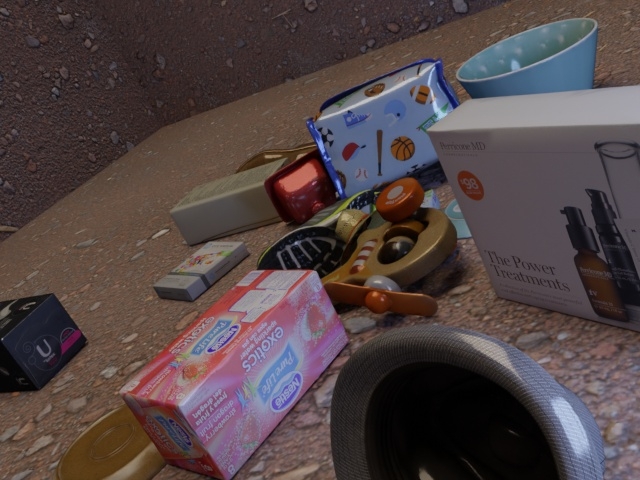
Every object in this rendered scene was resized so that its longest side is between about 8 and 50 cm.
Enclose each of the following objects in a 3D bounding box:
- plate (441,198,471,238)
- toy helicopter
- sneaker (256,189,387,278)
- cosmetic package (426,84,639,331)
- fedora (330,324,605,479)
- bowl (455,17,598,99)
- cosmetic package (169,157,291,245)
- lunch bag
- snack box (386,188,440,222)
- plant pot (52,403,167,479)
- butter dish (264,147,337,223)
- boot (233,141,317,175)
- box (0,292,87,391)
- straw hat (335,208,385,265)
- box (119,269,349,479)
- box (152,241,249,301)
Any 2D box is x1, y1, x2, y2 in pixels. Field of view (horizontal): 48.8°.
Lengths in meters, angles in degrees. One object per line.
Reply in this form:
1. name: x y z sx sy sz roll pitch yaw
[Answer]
1. plate: 0.293 -0.063 1.300 0.188 0.024 0.188 -22 23 10
2. toy helicopter: 0.066 0.068 1.168 0.355 0.140 0.235 -30 28 19
3. sneaker: 0.000 0.000 1.405 0.299 0.111 0.121 -29 11 -22
4. cosmetic package: 0.326 -0.034 0.842 0.097 0.285 0.377 -35 23 -23
5. fedora: 0.149 0.194 0.667 0.124 0.244 0.275 -5 -1 -44
6. bowl: 0.477 -0.354 1.571 0.311 0.163 0.311 -23 21 9
7. cosmetic package: -0.216 -0.100 1.836 0.309 0.113 0.160 -14 24 29
8. lunch bag: 0.165 -0.268 1.651 0.327 0.239 0.385 -22 6 12
9. snack box: 0.173 -0.034 1.334 0.100 0.037 0.141 -26 20 23
10. plant pot: -0.316 0.320 1.096 0.236 0.032 0.236 -22 22 9
11. butter dish: -0.025 -0.101 1.619 0.160 0.160 0.118 -31 47 -5
12. boot: -0.114 -0.183 1.937 0.305 0.112 0.115 -15 34 21
13. box: -0.685 0.230 1.561 0.270 0.143 0.165 -10 28 34
14. straw hat: 0.062 -0.027 1.320 0.061 0.144 0.144 38 56 18
15. box: -0.115 0.182 1.034 0.154 0.142 0.300 -4 31 44
16. box: -0.273 0.067 1.619 0.145 0.038 0.186 0 32 48
